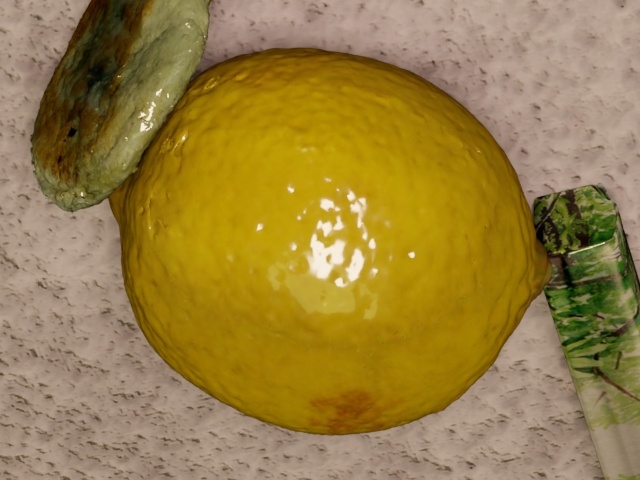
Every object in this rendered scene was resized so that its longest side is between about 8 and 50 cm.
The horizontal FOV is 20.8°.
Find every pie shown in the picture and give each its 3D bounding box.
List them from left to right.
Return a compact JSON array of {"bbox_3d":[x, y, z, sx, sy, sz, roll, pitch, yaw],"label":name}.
[{"bbox_3d":[-0.129,-0.106,1.109,0.041,0.187,0.187,26,120,-29],"label":"pie"}]

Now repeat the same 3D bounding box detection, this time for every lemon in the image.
[{"bbox_3d":[0.001,0.000,1.111,0.267,0.267,0.267,3,118,6],"label":"lemon"}]

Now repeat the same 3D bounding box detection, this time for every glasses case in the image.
[{"bbox_3d":[0.214,0.100,1.217,0.062,0.095,0.272,-14,115,14],"label":"glasses case"}]
